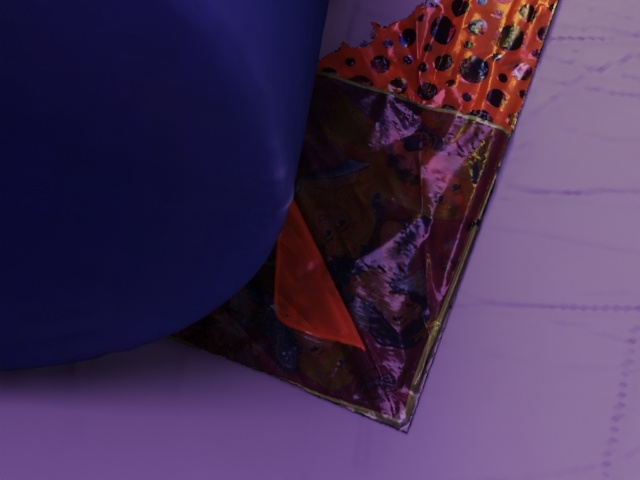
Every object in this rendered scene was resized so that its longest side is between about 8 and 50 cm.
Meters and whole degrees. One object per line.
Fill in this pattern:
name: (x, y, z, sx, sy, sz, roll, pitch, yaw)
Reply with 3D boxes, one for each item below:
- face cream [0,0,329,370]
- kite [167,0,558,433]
face cream: (-0.114, -0.118, 0.460, 0.249, 0.249, 0.225, 1, 59, 11)
kite: (0.000, 0.000, 0.523, 0.222, 0.008, 0.125, -24, 65, -2)
